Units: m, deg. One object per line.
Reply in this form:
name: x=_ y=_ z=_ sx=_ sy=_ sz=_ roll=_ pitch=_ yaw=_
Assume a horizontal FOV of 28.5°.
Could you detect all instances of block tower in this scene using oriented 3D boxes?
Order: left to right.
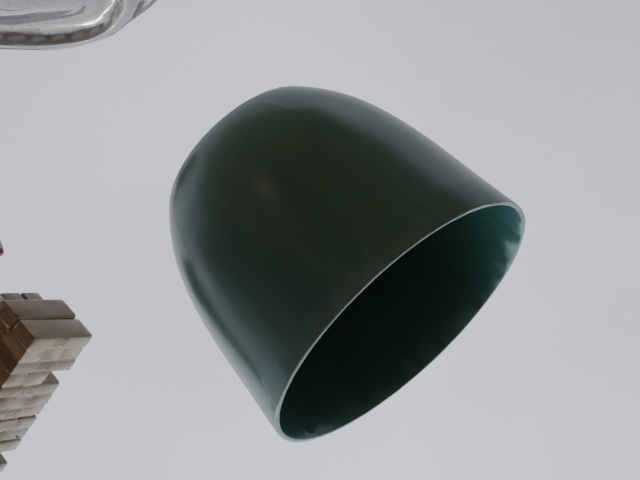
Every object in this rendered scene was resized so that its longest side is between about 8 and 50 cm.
block tower: x=-0.377 y=0.197 z=1.341 sx=0.091 sy=0.097 sz=0.335 roll=46 pitch=-70 yaw=25

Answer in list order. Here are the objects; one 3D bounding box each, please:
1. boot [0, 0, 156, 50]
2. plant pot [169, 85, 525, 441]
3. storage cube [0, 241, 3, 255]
boot: x=-0.143 y=-0.055 z=0.269 sx=0.258 sy=0.095 sz=0.123 roll=9 pitch=-123 yaw=-34
plant pot: x=0.000 y=0.000 z=1.160 sx=0.293 sy=0.293 sz=0.235 roll=-40 pitch=-114 yaw=-10
storage cube: x=-0.347 y=-0.028 z=0.773 sx=0.193 sy=0.183 sz=0.215 roll=-34 pitch=-110 yaw=14
